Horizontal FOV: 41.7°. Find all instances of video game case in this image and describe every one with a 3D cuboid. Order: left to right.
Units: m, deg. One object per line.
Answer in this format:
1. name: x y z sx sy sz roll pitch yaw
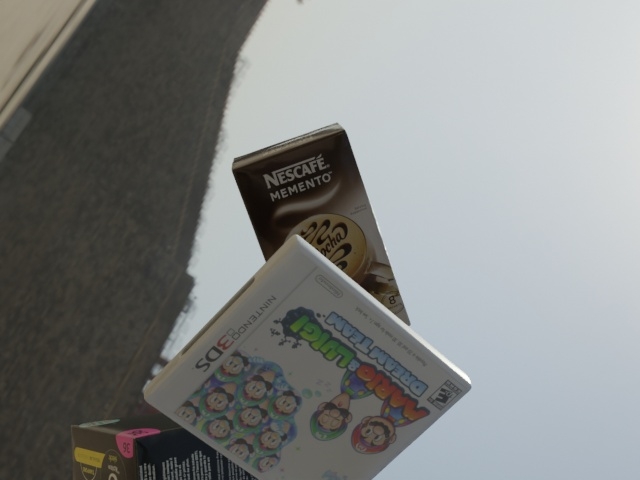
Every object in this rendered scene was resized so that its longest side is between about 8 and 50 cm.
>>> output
1. video game case: -0.007 0.094 0.537 0.143 0.157 0.019 -46 -160 13

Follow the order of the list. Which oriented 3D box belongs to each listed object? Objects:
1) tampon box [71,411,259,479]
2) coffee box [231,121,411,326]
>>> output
1. tampon box: -0.112 0.198 0.715 0.120 0.161 0.102 -9 -96 49
2. coffee box: 0.000 0.000 1.203 0.168 0.297 0.119 -20 -165 1
